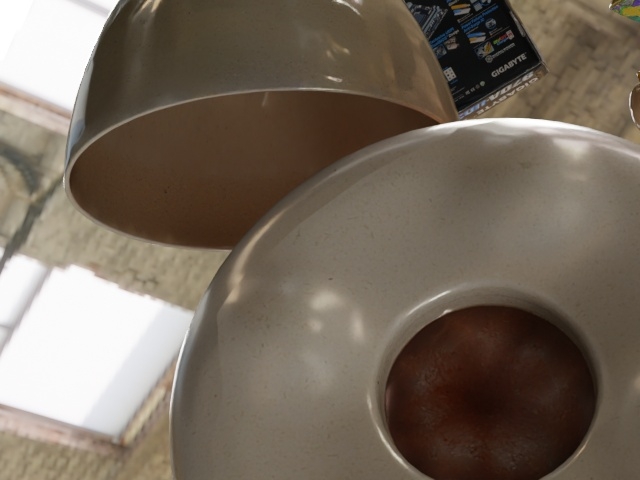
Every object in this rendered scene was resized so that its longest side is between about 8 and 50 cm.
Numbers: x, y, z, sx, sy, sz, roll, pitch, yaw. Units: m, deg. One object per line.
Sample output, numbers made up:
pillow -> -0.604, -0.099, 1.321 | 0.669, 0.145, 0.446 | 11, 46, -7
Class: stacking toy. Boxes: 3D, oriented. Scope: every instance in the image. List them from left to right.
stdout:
stacking toy -> 0.127, 0.179, 0.803 | 0.351, 0.480, 0.350 | -6, -121, 10

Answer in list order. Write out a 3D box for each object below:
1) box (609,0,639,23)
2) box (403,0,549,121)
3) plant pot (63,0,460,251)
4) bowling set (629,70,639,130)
box -> 0.578, -0.351, 1.526 | 0.279, 0.290, 0.177 | 161, -50, -74
box -> 0.097, -0.191, 1.238 | 0.220, 0.051, 0.175 | -31, -106, 14
plant pot -> -0.046, -0.128, 0.888 | 0.284, 0.284, 0.191 | -32, -123, 49
bowling set -> 0.365, -0.017, 0.987 | 0.200, 0.154, 0.287 | -13, -97, 23
